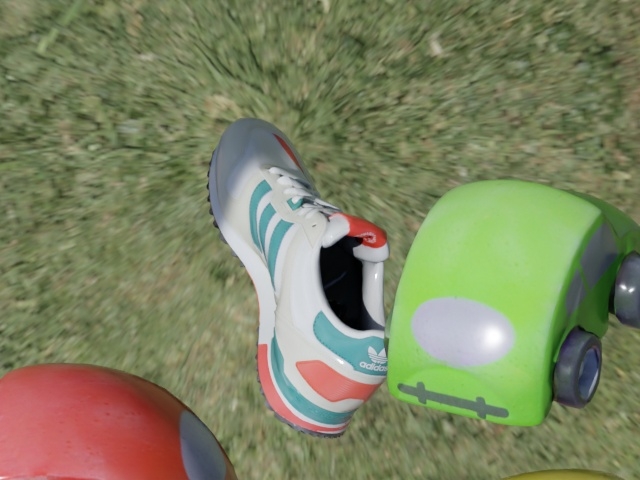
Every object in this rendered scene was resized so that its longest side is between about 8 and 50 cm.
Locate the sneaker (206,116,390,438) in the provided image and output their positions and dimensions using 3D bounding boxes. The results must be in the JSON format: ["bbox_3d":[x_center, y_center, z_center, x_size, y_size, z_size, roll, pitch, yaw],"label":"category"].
[{"bbox_3d":[0.000,0.000,0.723,0.057,0.161,0.075,11,138,-34],"label":"sneaker"}]

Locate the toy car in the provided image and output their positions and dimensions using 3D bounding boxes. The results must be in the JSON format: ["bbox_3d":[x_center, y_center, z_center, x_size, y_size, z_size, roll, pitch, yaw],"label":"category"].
[{"bbox_3d":[0.025,0.037,0.438,0.239,0.225,0.053,10,124,29],"label":"toy car"}]
